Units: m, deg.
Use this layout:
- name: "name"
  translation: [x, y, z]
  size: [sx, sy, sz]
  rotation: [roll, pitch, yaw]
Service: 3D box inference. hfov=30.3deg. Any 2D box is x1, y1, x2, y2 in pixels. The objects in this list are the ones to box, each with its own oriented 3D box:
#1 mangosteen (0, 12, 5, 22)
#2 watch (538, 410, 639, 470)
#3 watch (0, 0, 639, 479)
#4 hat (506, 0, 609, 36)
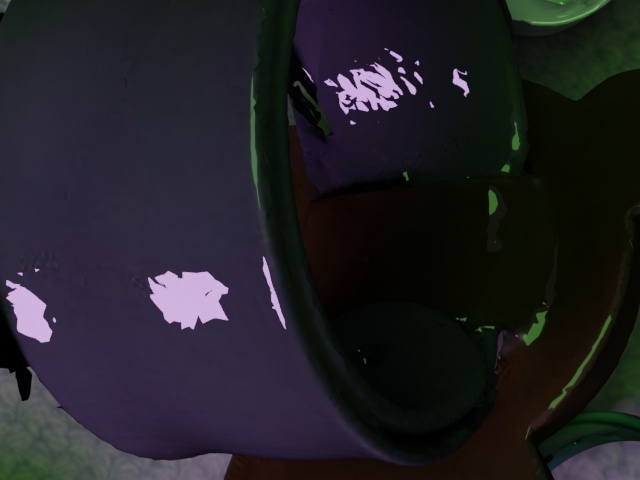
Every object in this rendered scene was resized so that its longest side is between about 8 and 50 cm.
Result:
- name: "mangosteen"
  translation: [-0.170, -0.064, 0.780]
  size: [0.211, 0.211, 0.250]
  rotation: [32, 59, 21]
- name: "watch"
  translation: [0.130, 0.205, 0.653]
  size: [0.237, 0.068, 0.195]
  rotation: [-46, 47, 17]
- name: "watch"
  translation: [0.000, 0.000, 0.585]
  size: [0.314, 0.327, 0.335]
  rotation: [-4, 68, 33]
- name: "hat"
  translation: [0.129, -0.205, 0.732]
  size: [0.203, 0.126, 0.203]
  rotation: [-4, 79, 18]
